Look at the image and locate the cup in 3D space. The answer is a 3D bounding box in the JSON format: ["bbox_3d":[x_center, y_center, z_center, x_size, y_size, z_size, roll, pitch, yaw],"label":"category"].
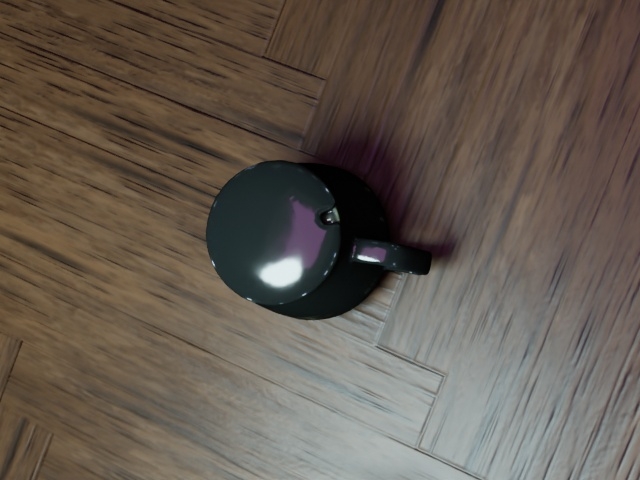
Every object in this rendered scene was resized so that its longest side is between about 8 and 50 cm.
[{"bbox_3d":[0.000,0.000,1.371,0.223,0.176,0.169,9,87,21],"label":"cup"}]
